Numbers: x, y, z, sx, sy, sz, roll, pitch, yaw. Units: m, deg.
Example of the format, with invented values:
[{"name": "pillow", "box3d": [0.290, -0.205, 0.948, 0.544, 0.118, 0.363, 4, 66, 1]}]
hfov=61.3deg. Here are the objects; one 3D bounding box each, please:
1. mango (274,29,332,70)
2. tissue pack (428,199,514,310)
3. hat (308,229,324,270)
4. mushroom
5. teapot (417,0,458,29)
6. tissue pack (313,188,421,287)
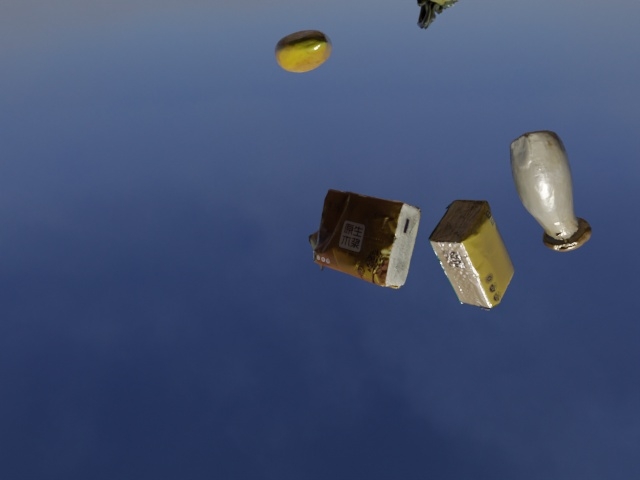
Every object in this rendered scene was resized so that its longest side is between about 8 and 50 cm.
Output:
[{"name": "mango", "box3d": [-0.050, -0.587, 1.665, 0.177, 0.119, 0.317, -9, -166, -11]}, {"name": "tissue pack", "box3d": [0.449, 0.039, 1.573, 0.134, 0.270, 0.192, 2, -136, 46]}, {"name": "hat", "box3d": [0.000, 0.000, 1.795, 0.082, 0.193, 0.193, 17, -149, 3]}, {"name": "mushroom", "box3d": [0.523, -0.116, 1.240, 0.128, 0.350, 0.128, -27, -150, 17]}, {"name": "teapot", "box3d": [0.298, -0.656, 1.341, 0.173, 0.269, 0.182, 15, -145, -4]}, {"name": "tissue pack", "box3d": [0.097, -0.009, 1.192, 0.226, 0.183, 0.092, 17, -174, 42]}]
